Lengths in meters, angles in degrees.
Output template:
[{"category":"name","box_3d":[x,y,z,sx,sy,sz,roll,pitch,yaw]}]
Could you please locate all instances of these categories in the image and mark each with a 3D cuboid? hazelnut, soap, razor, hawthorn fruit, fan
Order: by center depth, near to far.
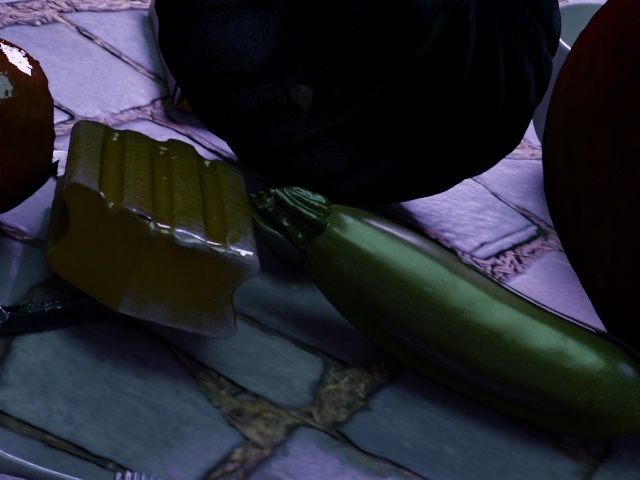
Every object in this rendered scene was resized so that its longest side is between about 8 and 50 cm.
[{"category":"razor","box_3d":[-0.170,0.045,1.268,0.190,0.033,0.066,-1,33,-48]},{"category":"soap","box_3d":[-0.122,-0.014,1.319,0.140,0.073,0.232,15,16,-10]},{"category":"hawthorn fruit","box_3d":[-0.252,-0.083,1.335,0.148,0.148,0.172,29,8,16]},{"category":"hazelnut","box_3d":[0.366,-0.025,1.446,0.421,0.421,0.352,-4,-3,-41]},{"category":"fan","box_3d":[-0.191,-0.060,1.480,0.060,0.003,0.080,30,28,17]}]

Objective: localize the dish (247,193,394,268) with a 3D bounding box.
[{"category":"dish","box_3d":[0.000,0.000,1.467,0.137,0.039,0.091,3,26,-34]}]

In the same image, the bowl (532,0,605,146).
[{"category":"bowl","box_3d":[0.339,-0.108,1.787,0.307,0.163,0.307,16,26,-8]}]

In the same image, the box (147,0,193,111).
[{"category":"box","box_3d":[-0.091,-0.178,1.752,0.129,0.033,0.247,11,27,-18]}]

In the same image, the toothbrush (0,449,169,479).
[{"category":"toothbrush","box_3d":[-0.240,0.112,1.084,0.354,0.024,0.029,17,20,-9]}]

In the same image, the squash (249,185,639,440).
[{"category":"squash","box_3d":[0.092,0.058,1.354,0.341,0.094,0.094,28,26,0]}]

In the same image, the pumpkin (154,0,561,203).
[{"category":"pumpkin","box_3d":[0.034,-0.212,1.551,0.363,0.363,0.266,-1,-9,-38]}]
